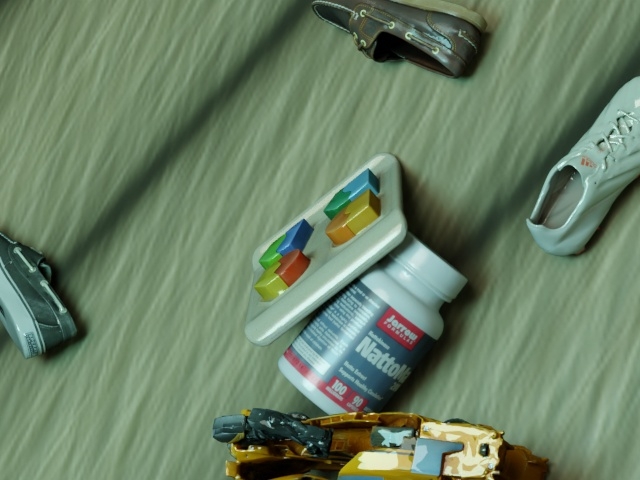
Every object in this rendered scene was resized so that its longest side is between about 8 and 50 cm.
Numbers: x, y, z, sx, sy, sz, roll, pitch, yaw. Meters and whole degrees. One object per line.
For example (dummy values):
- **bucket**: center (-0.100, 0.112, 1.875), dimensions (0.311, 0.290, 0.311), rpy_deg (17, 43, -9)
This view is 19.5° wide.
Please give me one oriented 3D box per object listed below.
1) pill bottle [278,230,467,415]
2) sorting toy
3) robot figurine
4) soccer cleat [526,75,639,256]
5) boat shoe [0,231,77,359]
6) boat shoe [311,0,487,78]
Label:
- **pill bottle**: center (0.054, 0.082, 1.779), dimensions (0.180, 0.108, 0.108), rpy_deg (-52, 53, 3)
- **sorting toy**: center (0.000, 0.000, 1.829), dimensions (0.193, 0.038, 0.208), rpy_deg (-38, 18, 13)
- **robot figurine**: center (0.045, 0.202, 1.679), dimensions (0.291, 0.211, 0.085), rpy_deg (0, 73, 25)
- **soccer cleat**: center (0.262, -0.074, 1.736), dimensions (0.068, 0.076, 0.196), rpy_deg (31, 87, 37)
- **boat shoe**: center (-0.333, 0.046, 2.065), dimensions (0.070, 0.077, 0.219), rpy_deg (-21, 49, -18)
- **boat shoe**: center (0.070, -0.219, 1.920), dimensions (0.207, 0.073, 0.073), rpy_deg (18, 78, 36)
